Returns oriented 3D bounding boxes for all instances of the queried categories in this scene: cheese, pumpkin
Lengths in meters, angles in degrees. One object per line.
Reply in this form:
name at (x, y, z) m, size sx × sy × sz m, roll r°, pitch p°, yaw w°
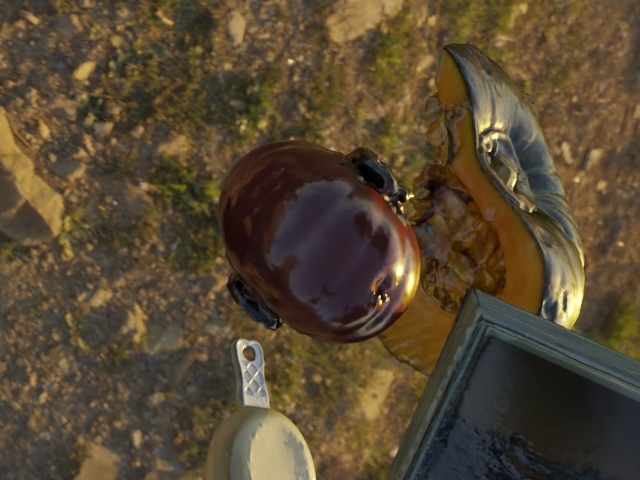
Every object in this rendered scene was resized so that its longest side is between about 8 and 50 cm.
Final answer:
cheese at (-0.092, 0.249, 1.271) m, size 0.163 × 0.071 × 0.249 m, roll -13°, pitch 79°, yaw -52°
pumpkin at (0.122, -0.011, 0.921) m, size 0.139 × 0.190 × 0.280 m, roll -5°, pitch 73°, yaw -55°

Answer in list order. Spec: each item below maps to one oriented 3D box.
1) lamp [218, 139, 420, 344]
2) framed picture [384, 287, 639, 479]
lamp at (0.000, 0.000, 0.453) m, size 0.090 × 0.101 × 0.101 m, roll -42°, pitch 128°, yaw 7°
framed picture at (0.165, 0.158, 0.579) m, size 0.014 × 0.252 × 0.197 m, roll -52°, pitch 163°, yaw -63°
